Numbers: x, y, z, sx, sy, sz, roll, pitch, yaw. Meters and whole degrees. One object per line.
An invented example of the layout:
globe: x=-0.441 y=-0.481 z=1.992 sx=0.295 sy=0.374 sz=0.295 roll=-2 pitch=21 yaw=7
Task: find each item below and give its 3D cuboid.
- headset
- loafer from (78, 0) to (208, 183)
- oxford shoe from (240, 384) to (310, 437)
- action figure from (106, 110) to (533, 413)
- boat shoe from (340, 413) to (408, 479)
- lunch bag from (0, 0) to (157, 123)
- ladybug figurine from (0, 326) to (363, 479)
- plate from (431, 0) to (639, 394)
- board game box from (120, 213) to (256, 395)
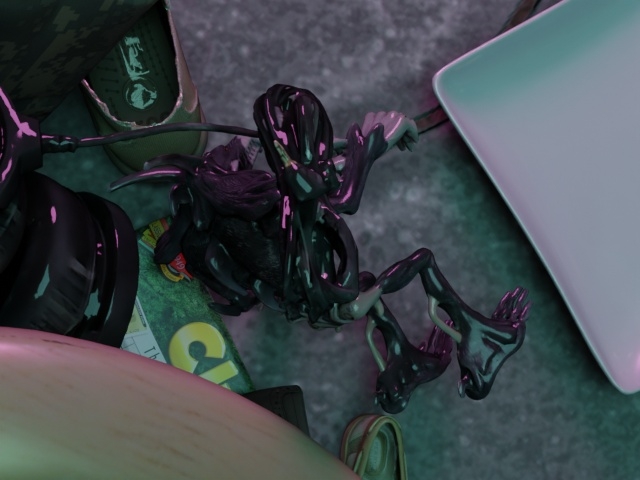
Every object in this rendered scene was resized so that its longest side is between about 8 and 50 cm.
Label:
headset: x=-0.176 y=0.019 z=0.579 sx=0.394 sy=0.243 sz=0.185 roll=-20 pitch=56 yaw=10
loafer: x=-0.149 y=-0.171 z=0.782 sx=0.102 sy=0.092 sz=0.268 roll=-29 pitch=90 yaw=-14
oxford shoe: x=0.003 y=0.223 z=0.739 sx=0.098 sy=0.097 sz=0.271 roll=-23 pitch=88 yaw=-20
action figure: x=0.000 y=0.000 z=0.757 sx=0.275 sy=0.164 sz=0.141 roll=36 pitch=50 yaw=-23
boat shoe: x=0.039 y=0.198 z=0.800 sx=0.056 sy=0.048 sz=0.153 roll=6 pitch=82 yaw=-12
lunch bag: x=-0.251 y=-0.206 z=0.678 sx=0.169 sy=0.235 sz=0.287 roll=-16 pitch=76 yaw=-47
ladybug figurine: x=-0.124 y=0.194 z=0.541 sx=0.449 sy=0.162 sz=0.305 roll=36 pitch=86 yaw=-23
plate: x=0.257 y=-0.068 z=0.884 sx=0.278 sy=0.045 sz=0.277 roll=-32 pitch=90 yaw=-14
board game box: x=-0.108 y=0.125 z=0.788 sx=0.136 sy=0.030 sz=0.260 roll=-26 pitch=89 yaw=-16
